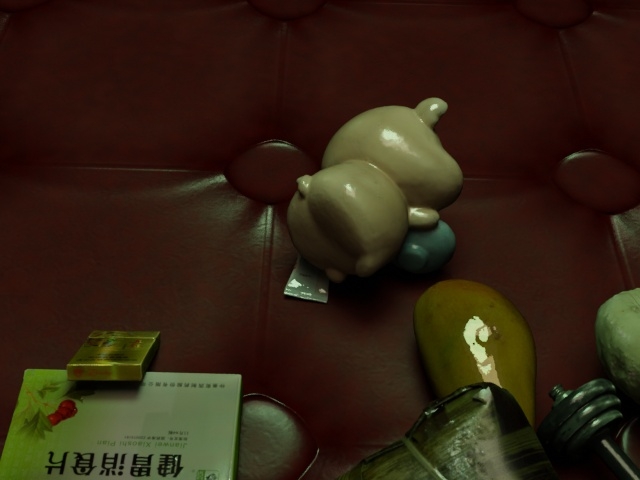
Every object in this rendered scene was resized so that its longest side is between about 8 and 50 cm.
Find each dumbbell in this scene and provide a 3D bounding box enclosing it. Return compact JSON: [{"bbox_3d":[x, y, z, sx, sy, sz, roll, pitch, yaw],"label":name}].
[{"bbox_3d":[0.341,0.260,1.134,0.110,0.110,0.254,-23,56,-23],"label":"dumbbell"}]

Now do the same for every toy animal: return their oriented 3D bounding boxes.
[{"bbox_3d":[0.062,-0.060,1.364,0.221,0.210,0.229,-6,78,-34],"label":"toy animal"}]

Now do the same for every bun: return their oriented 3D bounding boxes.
[{"bbox_3d":[0.438,0.151,1.219,0.231,0.133,0.231,9,20,-3],"label":"bun"}]

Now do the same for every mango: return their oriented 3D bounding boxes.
[{"bbox_3d":[0.196,0.147,1.228,0.139,0.113,0.253,-11,48,-8],"label":"mango"}]

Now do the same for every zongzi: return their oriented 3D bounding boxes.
[{"bbox_3d":[0.126,0.326,1.060,0.288,0.134,0.286,-29,63,8],"label":"zongzi"}]

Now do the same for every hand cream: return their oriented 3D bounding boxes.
[{"bbox_3d":[0.001,-0.001,1.435,0.052,0.038,0.216,-8,46,25],"label":"hand cream"}]

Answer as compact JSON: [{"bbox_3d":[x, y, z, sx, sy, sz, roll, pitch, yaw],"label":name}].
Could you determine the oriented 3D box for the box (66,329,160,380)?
[{"bbox_3d":[-0.246,0.136,1.231,0.089,0.022,0.156,2,10,0],"label":"box"}]

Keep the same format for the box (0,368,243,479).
[{"bbox_3d":[-0.223,0.234,1.162,0.261,0.062,0.175,2,44,-1],"label":"box"}]
